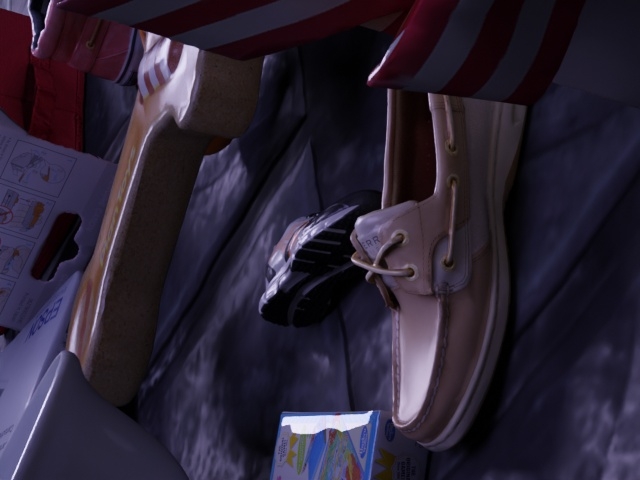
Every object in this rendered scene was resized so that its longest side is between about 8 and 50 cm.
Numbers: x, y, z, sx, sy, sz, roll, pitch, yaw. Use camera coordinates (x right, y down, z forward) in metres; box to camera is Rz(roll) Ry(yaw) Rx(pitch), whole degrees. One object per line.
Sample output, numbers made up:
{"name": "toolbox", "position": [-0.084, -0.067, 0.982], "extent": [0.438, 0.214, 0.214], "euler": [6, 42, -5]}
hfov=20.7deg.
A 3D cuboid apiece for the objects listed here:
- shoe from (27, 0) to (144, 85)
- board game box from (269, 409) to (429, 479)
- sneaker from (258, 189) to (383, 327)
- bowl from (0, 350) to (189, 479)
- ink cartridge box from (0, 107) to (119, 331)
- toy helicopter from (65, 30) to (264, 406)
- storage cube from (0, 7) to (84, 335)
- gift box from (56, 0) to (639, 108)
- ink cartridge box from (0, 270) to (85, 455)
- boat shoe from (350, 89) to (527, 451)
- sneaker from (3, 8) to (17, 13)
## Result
{"name": "shoe", "position": [-0.154, -0.198, 1.230], "extent": [0.063, 0.081, 0.178], "euler": [-33, 47, 58]}
{"name": "board game box", "position": [0.002, 0.150, 0.748], "extent": [0.103, 0.026, 0.154], "euler": [-11, 67, 65]}
{"name": "sneaker", "position": [0.000, 0.000, 0.821], "extent": [0.109, 0.040, 0.044], "euler": [-43, 37, 51]}
{"name": "bowl", "position": [-0.126, 0.212, 0.823], "extent": [0.298, 0.134, 0.298], "euler": [-61, 10, 18]}
{"name": "ink cartridge box", "position": [-0.262, -0.035, 1.204], "extent": [0.181, 0.224, 0.056], "euler": [-57, 26, 37]}
{"name": "toy helicopter", "position": [-0.082, -0.082, 0.941], "extent": [0.235, 0.140, 0.355], "euler": [-127, 52, -64]}
{"name": "storage cube", "position": [-0.305, -0.063, 1.357], "extent": [0.215, 0.193, 0.184], "euler": [-50, 34, 44]}
{"name": "gift box", "position": [0.043, -0.200, 0.554], "extent": [0.255, 0.276, 0.258], "euler": [123, 150, -48]}
{"name": "ink cartridge box", "position": [-0.205, 0.154, 1.128], "extent": [0.223, 0.045, 0.224], "euler": [-39, 31, 58]}
{"name": "boat shoe", "position": [0.041, -0.002, 0.704], "extent": [0.063, 0.059, 0.170], "euler": [-25, 55, 61]}
{"name": "sneaker", "position": [-0.345, -0.110, 1.568], "extent": [0.083, 0.118, 0.222], "euler": [38, 112, 65]}
